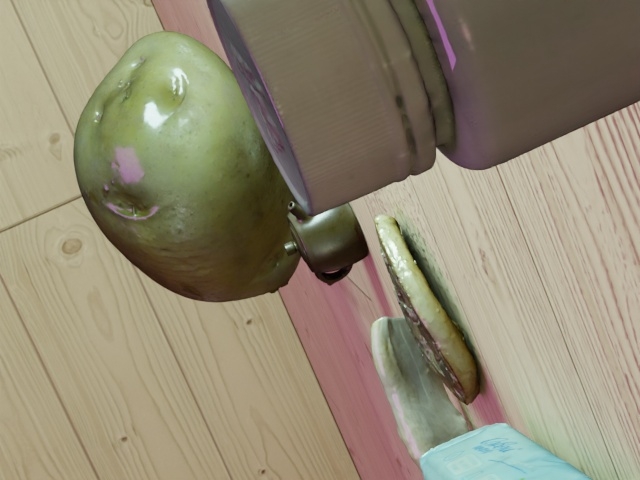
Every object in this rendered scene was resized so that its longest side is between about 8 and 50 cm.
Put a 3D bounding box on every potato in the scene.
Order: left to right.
[{"bbox_3d":[-0.147,-0.070,1.646,0.243,0.221,0.326,12,146,24],"label":"potato"}]

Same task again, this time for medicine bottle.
[{"bbox_3d":[0.042,-0.062,0.369,0.080,0.130,0.080,156,90,-84],"label":"medicine bottle"}]

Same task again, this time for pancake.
[{"bbox_3d":[0.077,0.050,1.093,0.158,0.028,0.158,154,90,-88],"label":"pancake"}]

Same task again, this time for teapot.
[{"bbox_3d":[0.000,0.000,1.380,0.121,0.068,0.076,72,172,-47],"label":"teapot"}]

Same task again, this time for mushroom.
[{"bbox_3d":[0.090,0.150,1.212,0.054,0.059,0.202,0,116,66],"label":"mushroom"}]

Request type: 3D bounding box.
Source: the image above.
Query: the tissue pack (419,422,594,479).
[{"bbox_3d":[0.142,0.209,0.846,0.263,0.089,0.177,-155,42,-85],"label":"tissue pack"}]
